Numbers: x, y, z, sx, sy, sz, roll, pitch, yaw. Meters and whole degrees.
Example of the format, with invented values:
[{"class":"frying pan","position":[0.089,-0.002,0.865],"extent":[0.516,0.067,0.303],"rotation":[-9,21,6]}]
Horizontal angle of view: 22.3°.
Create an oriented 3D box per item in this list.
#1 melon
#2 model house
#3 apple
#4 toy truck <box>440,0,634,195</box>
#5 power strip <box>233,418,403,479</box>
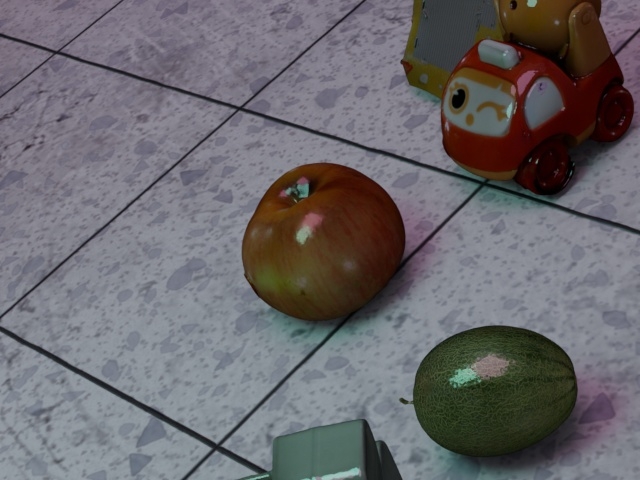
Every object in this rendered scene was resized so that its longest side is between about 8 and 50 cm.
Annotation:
[{"class":"melon","position":[0.175,0.159,1.714],"extent":[0.192,0.139,0.139],"rotation":[-11,38,18]},{"class":"model house","position":[0.237,-0.290,2.252],"extent":[0.136,0.207,0.219],"rotation":[-3,20,-38]},{"class":"apple","position":[0.000,0.000,1.993],"extent":[0.209,0.164,0.209],"rotation":[-17,34,12]},{"class":"toy truck","position":[0.259,-0.212,2.045],"extent":[0.265,0.239,0.189],"rotation":[-41,38,-20]},{"class":"power strip","position":[0.013,0.293,1.533],"extent":[0.141,0.261,0.229],"rotation":[-15,37,11]}]
